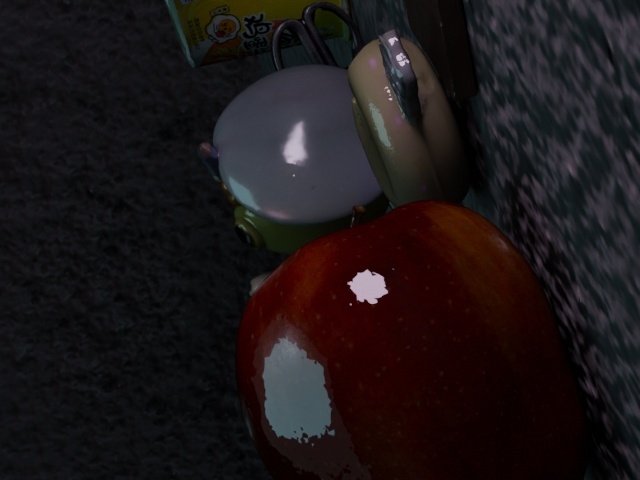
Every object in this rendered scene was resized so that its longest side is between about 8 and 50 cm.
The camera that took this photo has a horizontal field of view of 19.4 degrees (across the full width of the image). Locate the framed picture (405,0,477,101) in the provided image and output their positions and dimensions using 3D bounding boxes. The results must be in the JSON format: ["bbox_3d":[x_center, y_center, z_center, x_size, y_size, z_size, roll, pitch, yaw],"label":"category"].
[{"bbox_3d":[0.090,-0.217,1.560,0.128,0.023,0.168,-114,7,-50],"label":"framed picture"}]

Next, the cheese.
[{"bbox_3d":[0.076,-0.118,1.655,0.286,0.082,0.163,74,172,-71],"label":"cheese"}]

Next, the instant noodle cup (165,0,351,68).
[{"bbox_3d":[-0.094,-0.331,2.263,0.264,0.200,0.264,160,90,-86],"label":"instant noodle cup"}]

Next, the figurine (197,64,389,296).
[{"bbox_3d":[0.025,-0.009,2.115,0.205,0.224,0.382,17,136,53],"label":"figurine"}]

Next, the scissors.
[{"bbox_3d":[0.043,-0.139,2.203,0.300,0.109,0.022,61,168,-19],"label":"scissors"}]

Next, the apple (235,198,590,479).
[{"bbox_3d":[0.076,0.126,1.566,0.317,0.288,0.288,62,175,6],"label":"apple"}]
